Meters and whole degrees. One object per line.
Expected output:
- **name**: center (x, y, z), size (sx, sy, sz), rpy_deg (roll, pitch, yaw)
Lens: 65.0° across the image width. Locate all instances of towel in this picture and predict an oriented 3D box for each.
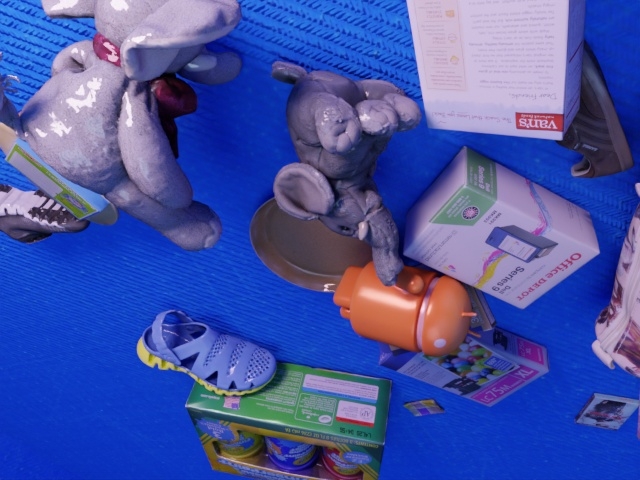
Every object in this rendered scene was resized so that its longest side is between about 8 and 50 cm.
- **towel**: center (0.245, 0.397, 1.190), size (0.083, 0.009, 0.060), rpy_deg (-19, 127, 31)

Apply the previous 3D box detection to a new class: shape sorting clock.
- **shape sorting clock**: center (-0.391, -0.097, 0.755), size (0.206, 0.040, 0.206), rpy_deg (26, 153, 14)

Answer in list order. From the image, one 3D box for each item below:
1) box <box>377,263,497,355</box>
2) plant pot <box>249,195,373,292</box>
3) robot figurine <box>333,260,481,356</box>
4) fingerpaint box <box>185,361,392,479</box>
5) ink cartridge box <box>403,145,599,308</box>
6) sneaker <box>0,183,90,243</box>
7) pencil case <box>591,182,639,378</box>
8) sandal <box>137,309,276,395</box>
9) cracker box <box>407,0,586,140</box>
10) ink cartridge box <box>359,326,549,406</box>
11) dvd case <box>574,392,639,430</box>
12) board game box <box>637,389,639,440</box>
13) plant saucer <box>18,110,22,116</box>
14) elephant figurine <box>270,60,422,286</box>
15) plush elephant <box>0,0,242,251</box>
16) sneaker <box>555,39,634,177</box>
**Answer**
- **box**: center (0.164, 0.114, 0.856), size (0.225, 0.037, 0.136), rpy_deg (-26, 86, 36)
- **plant pot**: center (0.000, 0.000, 0.838), size (0.237, 0.032, 0.236), rpy_deg (7, 136, 7)
- **robot figurine**: center (0.131, 0.102, 0.768), size (0.220, 0.128, 0.157), rpy_deg (12, 110, 27)
- **fingerpaint box**: center (-0.066, 0.469, 1.240), size (0.446, 0.163, 0.370), rpy_deg (8, 136, 8)
- **ink cartridge box**: center (0.248, -0.011, 0.713), size (0.213, 0.093, 0.154), rpy_deg (24, 135, -11)
- **sneaker**: center (-0.513, -0.039, 0.915), size (0.235, 0.078, 0.106), rpy_deg (10, 139, 12)
- **pencil case**: center (0.459, 0.021, 0.633), size (0.184, 0.159, 0.410), rpy_deg (-10, 133, 6)
- **sandal**: center (-0.249, 0.239, 1.093), size (0.318, 0.126, 0.138), rpy_deg (14, 133, 0)
- **cracker box**: center (0.174, -0.220, 0.503), size (0.156, 0.067, 0.232), rpy_deg (15, 142, 35)
- **ink cartridge box**: center (0.247, 0.215, 0.969), size (0.311, 0.065, 0.185), rpy_deg (24, 136, -7)
- **dvd case**: center (0.596, 0.359, 1.048), size (0.087, 0.013, 0.119), rpy_deg (8, 137, 8)
- **board game box**: center (0.538, 0.126, 0.598), size (0.319, 0.065, 0.318), rpy_deg (-32, 133, 1)
- **plant saucer**: center (-0.400, -0.120, 0.800), size (0.200, 0.037, 0.199), rpy_deg (15, 144, 12)
- **elephant figurine**: center (0.024, -0.079, 0.648), size (0.170, 0.185, 0.239), rpy_deg (-2, 129, -14)
- **plush elephant**: center (-0.203, -0.188, 0.576), size (0.255, 0.272, 0.330), rpy_deg (-44, 155, 5)
- **sneaker**: center (0.303, -0.140, 0.583), size (0.071, 0.066, 0.188), rpy_deg (-20, 126, 33)
